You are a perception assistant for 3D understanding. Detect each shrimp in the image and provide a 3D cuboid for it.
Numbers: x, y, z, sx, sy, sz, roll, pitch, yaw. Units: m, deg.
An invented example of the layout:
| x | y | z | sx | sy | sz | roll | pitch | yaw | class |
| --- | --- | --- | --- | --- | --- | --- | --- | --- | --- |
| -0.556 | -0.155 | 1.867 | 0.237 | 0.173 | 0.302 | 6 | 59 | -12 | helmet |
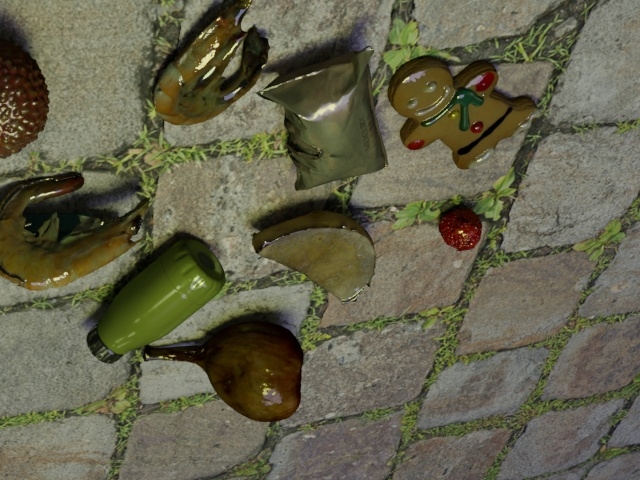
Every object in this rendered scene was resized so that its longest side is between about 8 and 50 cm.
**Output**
| x | y | z | sx | sy | sz | roll | pitch | yaw | class |
| --- | --- | --- | --- | --- | --- | --- | --- | --- | --- |
| -0.379 | -0.026 | 1.742 | 0.253 | 0.173 | 0.058 | -36 | 179 | -25 | shrimp |
| -0.136 | -0.248 | 1.667 | 0.145 | 0.059 | 0.254 | 19 | 126 | -45 | shrimp |

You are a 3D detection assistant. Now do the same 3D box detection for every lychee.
| x | y | z | sx | sy | sz | roll | pitch | yaw | class |
| --- | --- | --- | --- | --- | --- | --- | --- | --- | --- |
| -0.432 | -0.181 | 1.493 | 0.165 | 0.165 | 0.197 | -48 | 178 | 28 | lychee |

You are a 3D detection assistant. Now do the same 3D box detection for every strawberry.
| x | y | z | sx | sy | sz | roll | pitch | yaw | class |
| --- | --- | --- | --- | --- | --- | --- | --- | --- | --- |
| 0.259 | -0.019 | 2.128 | 0.083 | 0.083 | 0.096 | -25 | 179 | 1 | strawberry |

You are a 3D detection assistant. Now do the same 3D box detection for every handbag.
| x | y | z | sx | sy | sz | roll | pitch | yaw | class |
| --- | --- | --- | --- | --- | --- | --- | --- | --- | --- |
| 0.010 | -0.176 | 1.791 | 0.183 | 0.117 | 0.270 | -14 | 143 | 0 | handbag |

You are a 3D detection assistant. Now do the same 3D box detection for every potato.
| x | y | z | sx | sy | sz | roll | pitch | yaw | class |
| --- | --- | --- | --- | --- | --- | --- | --- | --- | --- |
| 0.000 | 0.000 | 2.004 | 0.138 | 0.098 | 0.243 | -44 | 133 | 18 | potato |

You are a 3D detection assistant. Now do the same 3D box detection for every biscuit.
| x | y | z | sx | sy | sz | roll | pitch | yaw | class |
| --- | --- | --- | --- | --- | --- | --- | --- | --- | --- |
| 0.224 | -0.209 | 1.920 | 0.197 | 0.049 | 0.301 | -43 | 138 | 20 | biscuit |

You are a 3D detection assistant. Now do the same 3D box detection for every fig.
| x | y | z | sx | sy | sz | roll | pitch | yaw | class |
| --- | --- | --- | --- | --- | --- | --- | --- | --- | --- |
| -0.159 | 0.223 | 2.132 | 0.290 | 0.190 | 0.190 | 21 | 125 | -26 | fig |

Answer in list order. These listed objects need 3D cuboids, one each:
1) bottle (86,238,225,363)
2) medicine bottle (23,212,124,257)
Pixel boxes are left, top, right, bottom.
| x | y | z | sx | sy | sz | roll | pitch | yaw | class |
| --- | --- | --- | --- | --- | --- | --- | --- | --- | --- |
| -0.285 | 0.110 | 1.966 | 0.260 | 0.112 | 0.112 | -39 | 140 | 17 | bottle |
| -0.433 | 0.014 | 1.797 | 0.258 | 0.079 | 0.124 | -4 | 131 | -25 | medicine bottle |
